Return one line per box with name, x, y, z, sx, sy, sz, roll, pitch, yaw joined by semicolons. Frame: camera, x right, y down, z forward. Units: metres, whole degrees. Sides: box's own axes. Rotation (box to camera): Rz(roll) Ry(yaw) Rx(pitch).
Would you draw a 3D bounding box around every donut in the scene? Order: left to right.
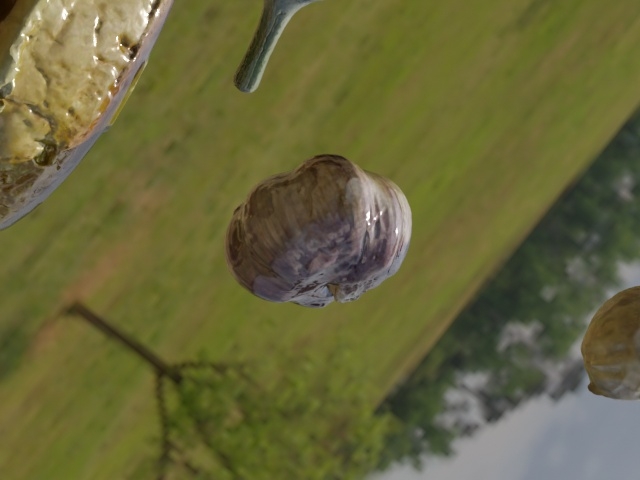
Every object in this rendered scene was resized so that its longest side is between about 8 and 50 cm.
donut;-0.224;-0.145;1.363;0.330;0.160;0.330;-31;-140;31

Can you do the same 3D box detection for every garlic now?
garlic;0.000;0.000;1.422;0.147;0.102;0.159;-13;163;-10

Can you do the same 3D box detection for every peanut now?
peanut;0.296;0.072;1.545;0.214;0.099;0.099;-15;161;-25

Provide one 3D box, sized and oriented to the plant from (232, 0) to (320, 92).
plant;-0.022;-0.283;1.735;0.297;0.305;0.261;-63;179;0
